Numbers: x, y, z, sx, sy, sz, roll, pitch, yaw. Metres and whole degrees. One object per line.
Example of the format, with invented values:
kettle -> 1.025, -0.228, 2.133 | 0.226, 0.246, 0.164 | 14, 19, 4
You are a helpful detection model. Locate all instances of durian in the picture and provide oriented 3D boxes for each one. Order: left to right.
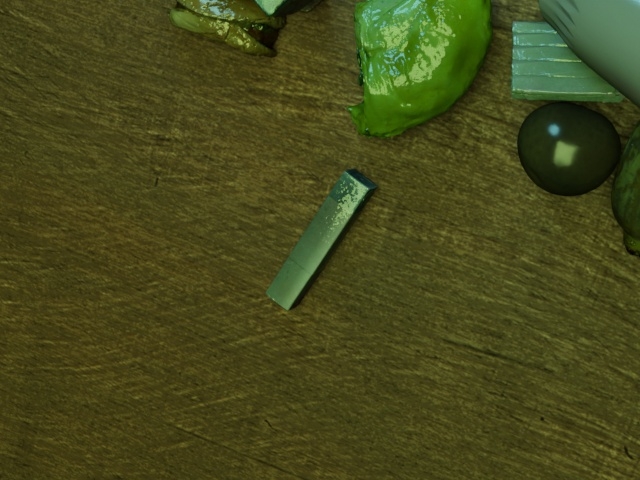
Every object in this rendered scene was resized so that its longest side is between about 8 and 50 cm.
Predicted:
durian -> 0.177, -0.348, 1.713 | 0.340, 0.204, 0.255 | -19, 106, 19

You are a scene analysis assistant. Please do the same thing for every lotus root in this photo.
lotus root -> 0.615, -0.107, 1.629 | 0.173, 0.173, 0.309 | 21, 111, 15

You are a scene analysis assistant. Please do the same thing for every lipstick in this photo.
lipstick -> 0.000, 0.000, 1.906 | 0.068, 0.066, 0.317 | 37, 109, 11

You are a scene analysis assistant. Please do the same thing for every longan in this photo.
longan -> 0.445, -0.166, 1.668 | 0.189, 0.189, 0.189 | 3, 99, 19

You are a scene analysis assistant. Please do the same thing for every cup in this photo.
cup -> 0.549, -0.348, 1.486 | 0.371, 0.253, 0.253 | 48, 112, 33

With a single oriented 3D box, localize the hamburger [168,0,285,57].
hamburger -> -0.208, -0.468, 1.876 | 0.262, 0.131, 0.124 | 22, 105, 10

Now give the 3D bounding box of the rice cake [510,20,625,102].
rice cake -> 0.445, -0.329, 1.672 | 0.198, 0.037, 0.189 | -3, 64, 17

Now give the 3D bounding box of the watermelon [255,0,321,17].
watermelon -> -0.060, -0.521, 1.768 | 0.148, 0.318, 0.226 | -36, 126, 17
